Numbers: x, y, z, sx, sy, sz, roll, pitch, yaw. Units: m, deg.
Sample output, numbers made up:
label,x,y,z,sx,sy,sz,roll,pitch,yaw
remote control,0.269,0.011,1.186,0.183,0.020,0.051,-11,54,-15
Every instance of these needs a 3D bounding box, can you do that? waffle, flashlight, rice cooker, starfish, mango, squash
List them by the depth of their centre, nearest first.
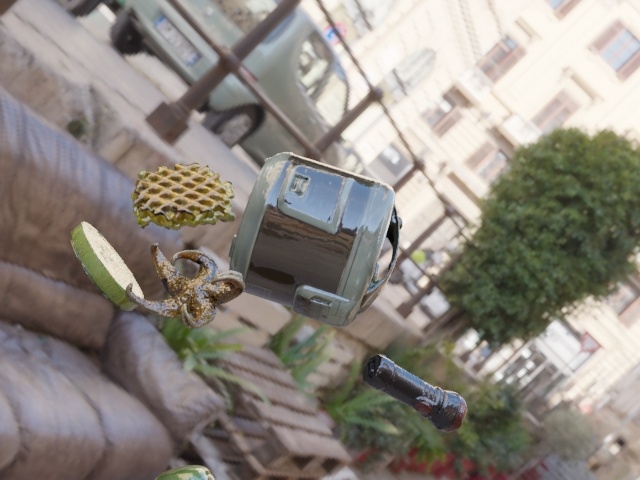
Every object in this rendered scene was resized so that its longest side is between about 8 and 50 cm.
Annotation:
label,x,y,z,sx,sy,sz,roll,pitch,yaw
starfish,-0.211,0.068,1.458,0.190,0.146,0.074,28,-35,41
mango,-0.255,0.469,1.825,0.194,0.130,0.091,131,-52,-61
flashlight,0.194,0.317,2.023,0.232,0.093,0.093,31,7,-21
rice cooker,0.000,0.000,2.029,0.325,0.335,0.335,19,1,2
squash,-0.452,0.054,2.083,0.219,0.041,0.219,55,4,-6
waffle,-0.311,-0.101,2.221,0.237,0.243,0.058,-117,-151,-51
